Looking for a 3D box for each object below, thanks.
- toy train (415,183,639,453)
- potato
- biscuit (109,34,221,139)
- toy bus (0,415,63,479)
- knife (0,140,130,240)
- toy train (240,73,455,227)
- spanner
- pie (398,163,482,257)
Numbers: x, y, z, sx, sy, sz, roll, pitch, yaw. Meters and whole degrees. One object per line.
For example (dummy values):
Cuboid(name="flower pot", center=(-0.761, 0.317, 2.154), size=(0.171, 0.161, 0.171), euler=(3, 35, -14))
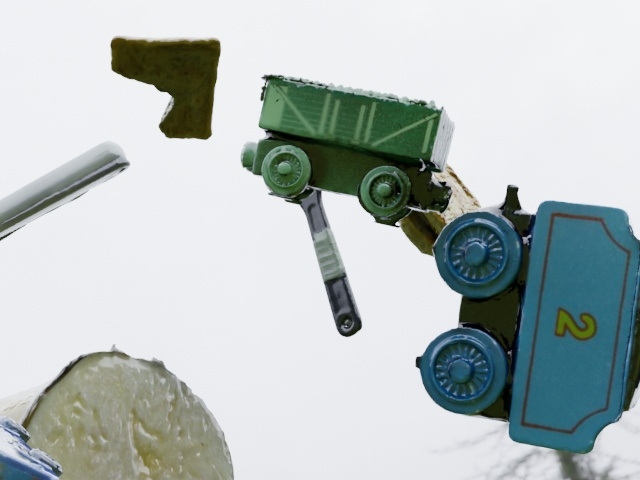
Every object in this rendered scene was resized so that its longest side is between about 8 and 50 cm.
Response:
Cuboid(name="toy train", center=(0.269, 0.090, 1.368), size=(0.265, 0.300, 0.188), euler=(7, -1, 19))
Cuboid(name="potato", center=(-0.356, 0.313, 1.487), size=(0.296, 0.290, 0.397), euler=(-19, -5, 32))
Cuboid(name="biscuit", center=(-0.243, -0.238, 1.775), size=(0.174, 0.039, 0.183), euler=(-6, -57, -18))
Cuboid(name="toy bus", center=(-0.284, 0.180, 0.929), size=(0.094, 0.236, 0.079), euler=(43, -105, -26))
Cuboid(name="knife", center=(-0.341, -0.045, 1.366), size=(0.265, 0.040, 0.073), euler=(-36, -8, -38))
Cuboid(name="toy train", center=(0.034, -0.108, 1.363), size=(0.269, 0.154, 0.115), euler=(13, 1, 18))
Cuboid(name="spanner", center=(0.000, 0.000, 1.675), size=(0.087, 0.316, 0.024), euler=(-23, -25, 16))
Cuboid(name="pie", center=(0.186, -0.061, 1.876), size=(0.084, 0.205, 0.179), euler=(-39, -1, 33))
